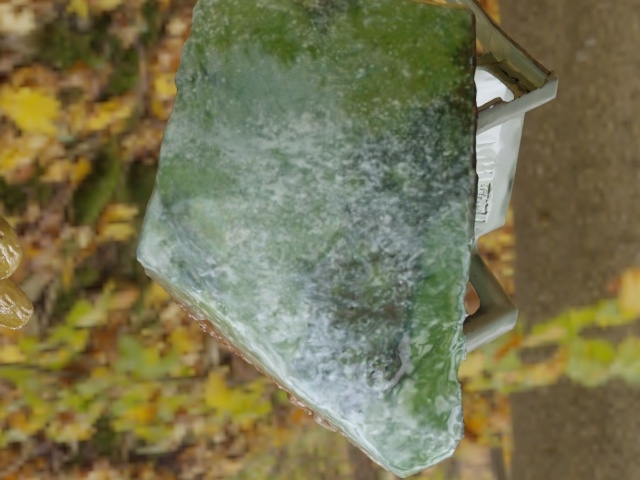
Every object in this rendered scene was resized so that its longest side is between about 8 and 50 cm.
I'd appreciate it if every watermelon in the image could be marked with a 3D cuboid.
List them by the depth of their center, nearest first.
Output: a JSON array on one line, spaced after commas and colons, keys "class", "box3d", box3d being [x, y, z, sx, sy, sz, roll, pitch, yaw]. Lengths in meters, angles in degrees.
[{"class": "watermelon", "box3d": [0.000, 0.000, 0.733, 0.140, 0.193, 0.256, 9, 177, 1]}]

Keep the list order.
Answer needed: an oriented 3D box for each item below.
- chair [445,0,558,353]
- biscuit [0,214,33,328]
[{"class": "chair", "box3d": [0.050, -0.042, 1.018, 0.191, 0.203, 0.274, -18, -138, -25]}, {"class": "biscuit", "box3d": [-0.281, 0.018, 1.138, 0.158, 0.035, 0.240, 37, 151, -12]}]
